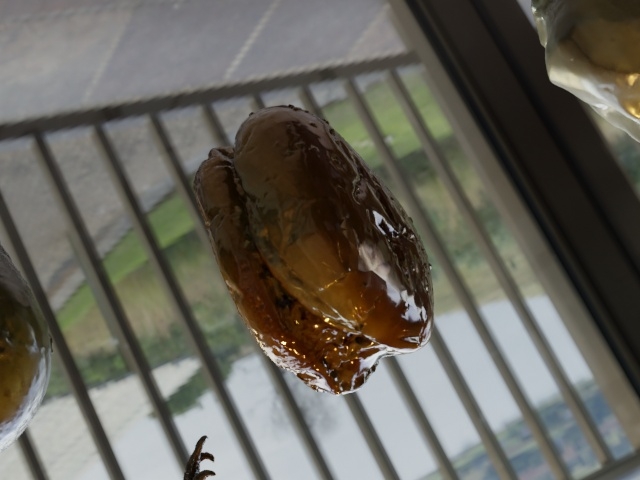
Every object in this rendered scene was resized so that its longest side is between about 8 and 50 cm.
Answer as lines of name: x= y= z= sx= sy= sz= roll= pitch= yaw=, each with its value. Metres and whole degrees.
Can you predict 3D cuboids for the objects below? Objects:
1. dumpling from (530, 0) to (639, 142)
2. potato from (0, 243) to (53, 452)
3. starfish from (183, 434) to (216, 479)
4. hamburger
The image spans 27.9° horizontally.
dumpling: x=0.311 y=-0.210 z=1.448 sx=0.126 sy=0.216 sz=0.166 roll=-56 pitch=174 yaw=-27
potato: x=-0.382 y=0.103 z=1.213 sx=0.219 sy=0.359 sz=0.270 roll=7 pitch=103 yaw=-34
starfish: x=-0.093 y=0.192 z=0.997 sx=0.028 sy=0.078 sz=0.091 roll=0 pitch=159 yaw=-9
hamburger: x=0.000 y=0.000 z=1.381 sx=0.170 sy=0.314 sz=0.290 roll=-32 pitch=144 yaw=16
